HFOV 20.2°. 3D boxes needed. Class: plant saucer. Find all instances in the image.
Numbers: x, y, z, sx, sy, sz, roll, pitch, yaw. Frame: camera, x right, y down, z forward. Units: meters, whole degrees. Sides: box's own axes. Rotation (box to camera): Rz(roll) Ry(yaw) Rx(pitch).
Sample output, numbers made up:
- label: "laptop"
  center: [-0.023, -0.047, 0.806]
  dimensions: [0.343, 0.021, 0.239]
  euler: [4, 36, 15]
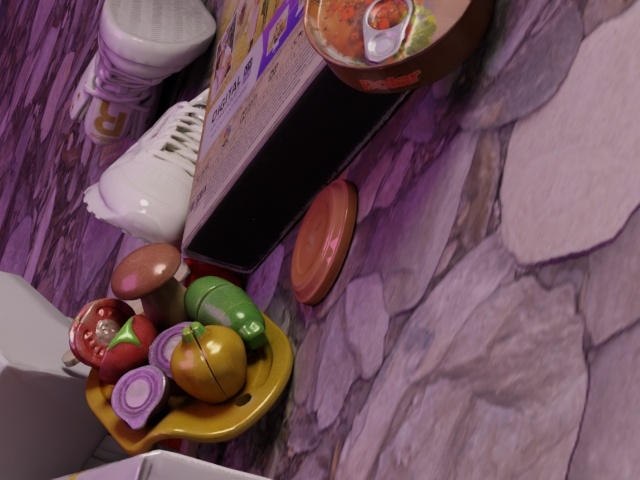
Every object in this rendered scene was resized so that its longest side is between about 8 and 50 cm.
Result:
- label: "plant saucer"
  center: [0.000, 0.000, 1.135]
  dimensions: [0.083, 0.013, 0.083]
  euler: [-161, 90, -72]

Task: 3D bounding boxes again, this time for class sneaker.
- label: "sneaker"
  center: [-0.114, -0.059, 1.376]
  dimensions: [0.095, 0.090, 0.235]
  euler: [-55, 7, 15]
- label: "sneaker"
  center: [-0.175, -0.155, 1.710]
  dimensions: [0.292, 0.108, 0.169]
  euler: [-93, 23, -72]

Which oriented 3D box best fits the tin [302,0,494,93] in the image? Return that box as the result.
- label: "tin"
  center: [0.050, -0.166, 1.020]
  dimensions: [0.106, 0.040, 0.189]
  euler: [-9, 55, 28]

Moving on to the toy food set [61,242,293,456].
- label: "toy food set"
  center: [-0.108, 0.058, 1.168]
  dimensions: [0.128, 0.071, 0.218]
  euler: [-36, 32, -12]

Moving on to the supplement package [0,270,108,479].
- label: "supplement package"
  center: [-0.279, 0.133, 1.296]
  dimensions: [0.203, 0.149, 0.194]
  euler: [-53, -23, 6]

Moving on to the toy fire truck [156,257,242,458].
- label: "toy fire truck"
  center: [-0.095, 0.103, 1.267]
  dimensions: [0.135, 0.047, 0.192]
  euler: [175, 113, -71]

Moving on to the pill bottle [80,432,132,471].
- label: "pill bottle"
  center: [-0.153, 0.126, 1.391]
  dimensions: [0.067, 0.067, 0.120]
  euler: [-141, 70, -72]

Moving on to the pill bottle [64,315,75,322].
- label: "pill bottle"
  center: [-0.241, 0.106, 1.485]
  dimensions: [0.103, 0.184, 0.103]
  euler: [-161, 90, -74]

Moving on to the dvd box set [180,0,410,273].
- label: "dvd box set"
  center: [0.006, -0.224, 1.267]
  dimensions: [0.307, 0.062, 0.420]
  euler: [132, 151, -53]

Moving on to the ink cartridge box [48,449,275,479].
- label: "ink cartridge box"
  center: [-0.038, 0.210, 0.718]
  dimensions: [0.270, 0.198, 0.197]
  euler: [151, 135, -67]
